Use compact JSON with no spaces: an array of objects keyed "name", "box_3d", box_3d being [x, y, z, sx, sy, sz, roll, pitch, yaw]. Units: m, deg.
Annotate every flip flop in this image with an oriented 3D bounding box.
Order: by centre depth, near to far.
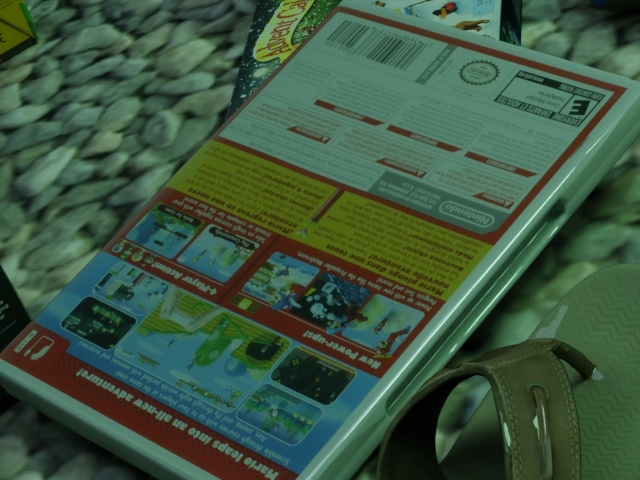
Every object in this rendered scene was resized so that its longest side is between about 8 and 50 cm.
[{"name":"flip flop","box_3d":[0.059,0.096,0.731,0.277,0.080,0.112,-39,36,-25]}]

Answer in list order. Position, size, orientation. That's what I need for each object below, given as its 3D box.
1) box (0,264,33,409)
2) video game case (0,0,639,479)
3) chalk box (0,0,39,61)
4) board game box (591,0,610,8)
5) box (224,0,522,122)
[{"name":"box","box_3d":[-0.282,-0.007,0.986,0.103,0.184,0.261,-39,36,-27]},{"name":"video game case","box_3d":[0.000,0.000,0.903,0.204,0.025,0.285,23,60,40]},{"name":"chalk box","box_3d":[-0.316,-0.195,1.330,0.132,0.132,0.213,-32,34,-17]},{"name":"board game box","box_3d":[0.233,-0.228,1.055,0.201,0.035,0.136,-49,7,-19]},{"name":"box","box_3d":[0.033,-0.099,1.068,0.159,0.044,0.233,-12,33,15]}]
